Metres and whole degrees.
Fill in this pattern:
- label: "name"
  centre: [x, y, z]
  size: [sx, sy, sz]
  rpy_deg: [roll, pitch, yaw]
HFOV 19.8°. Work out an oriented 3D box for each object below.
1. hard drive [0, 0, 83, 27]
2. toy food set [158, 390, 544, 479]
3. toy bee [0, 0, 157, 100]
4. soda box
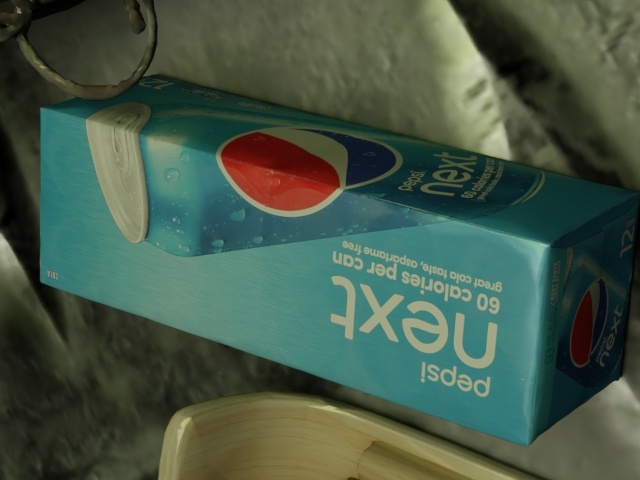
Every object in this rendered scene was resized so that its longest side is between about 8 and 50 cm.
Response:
- label: "hard drive"
  centre: [-0.064, -0.211, 0.620]
  size: [0.339, 0.064, 0.237]
  rpy_deg: [-13, 97, 37]
- label: "toy food set"
  centre: [0.061, 0.203, 0.645]
  size: [0.306, 0.092, 0.220]
  rpy_deg: [20, 116, 30]
- label: "toy bee"
  centre: [-0.154, -0.188, 0.552]
  size: [0.195, 0.162, 0.298]
  rpy_deg: [-42, 79, 36]
- label: "soda box"
  centre: [0.000, 0.000, 0.640]
  size: [0.210, 0.067, 0.071]
  rpy_deg: [16, 114, 31]
